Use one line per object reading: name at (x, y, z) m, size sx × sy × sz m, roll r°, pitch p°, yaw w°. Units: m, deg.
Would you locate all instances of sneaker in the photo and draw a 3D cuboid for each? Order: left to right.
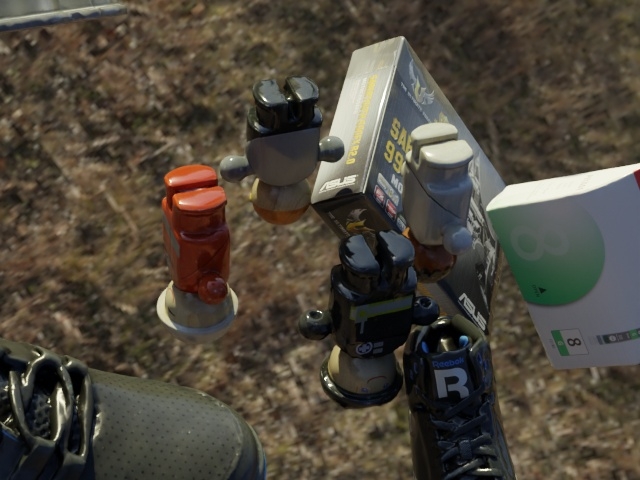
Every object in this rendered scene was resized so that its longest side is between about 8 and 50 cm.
sneaker at (-0.185, 0.094, 0.634) m, size 0.341 × 0.139 × 0.125 m, roll 6°, pitch 44°, yaw -17°
sneaker at (0.090, 0.138, 0.877) m, size 0.217 × 0.079 × 0.121 m, roll -100°, pitch 179°, yaw -52°

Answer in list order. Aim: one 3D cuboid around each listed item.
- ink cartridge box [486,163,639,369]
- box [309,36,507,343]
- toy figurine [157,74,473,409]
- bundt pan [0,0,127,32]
ink cartridge box at (0.279, 0.023, 1.137) m, size 0.056 × 0.225 × 0.181 m, roll -47°, pitch 119°, yaw -44°
box at (0.090, -0.035, 1.157) m, size 0.231 × 0.056 × 0.183 m, roll 50°, pitch 42°, yaw -37°
toy figurine at (0.000, 0.000, 0.955) m, size 0.213 × 0.148 × 0.209 m, roll 18°, pitch 43°, yaw 15°
bundt pan at (-0.321, -0.210, 1.004) m, size 0.331 × 0.331 × 0.124 m, roll -20°, pitch 107°, yaw -45°
